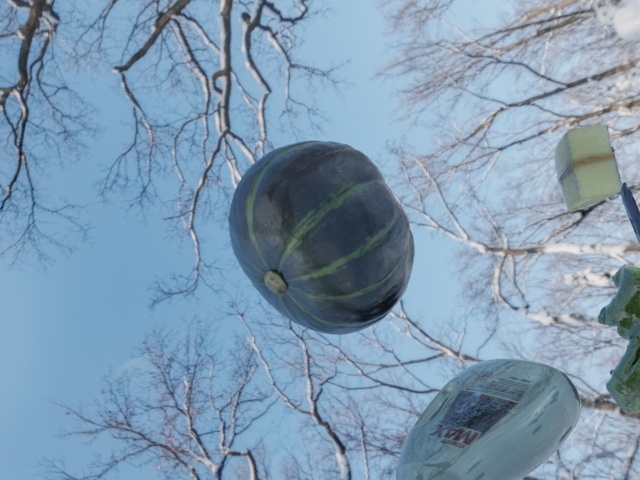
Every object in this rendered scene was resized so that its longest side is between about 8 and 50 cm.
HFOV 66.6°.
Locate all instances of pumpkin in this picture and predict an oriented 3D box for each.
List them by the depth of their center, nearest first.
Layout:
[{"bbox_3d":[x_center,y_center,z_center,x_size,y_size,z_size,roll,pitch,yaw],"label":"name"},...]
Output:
[{"bbox_3d":[0.000,0.000,0.792,0.241,0.323,0.323,-34,-76,-29],"label":"pumpkin"}]

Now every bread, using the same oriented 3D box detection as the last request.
[{"bbox_3d":[0.852,-0.227,1.577,0.178,0.136,0.239,58,-155,-74],"label":"bread"}]

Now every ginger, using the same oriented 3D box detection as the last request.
[{"bbox_3d":[0.621,0.187,0.956,0.089,0.137,0.289,12,-108,-44],"label":"ginger"}]

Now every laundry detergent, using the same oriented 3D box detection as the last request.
[{"bbox_3d":[0.244,0.361,0.848,0.398,0.264,0.124,-30,-79,-32],"label":"laundry detergent"}]

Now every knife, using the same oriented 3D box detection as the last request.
[{"bbox_3d":[0.526,-0.040,0.814,0.121,0.018,0.031,64,-165,-4],"label":"knife"}]
